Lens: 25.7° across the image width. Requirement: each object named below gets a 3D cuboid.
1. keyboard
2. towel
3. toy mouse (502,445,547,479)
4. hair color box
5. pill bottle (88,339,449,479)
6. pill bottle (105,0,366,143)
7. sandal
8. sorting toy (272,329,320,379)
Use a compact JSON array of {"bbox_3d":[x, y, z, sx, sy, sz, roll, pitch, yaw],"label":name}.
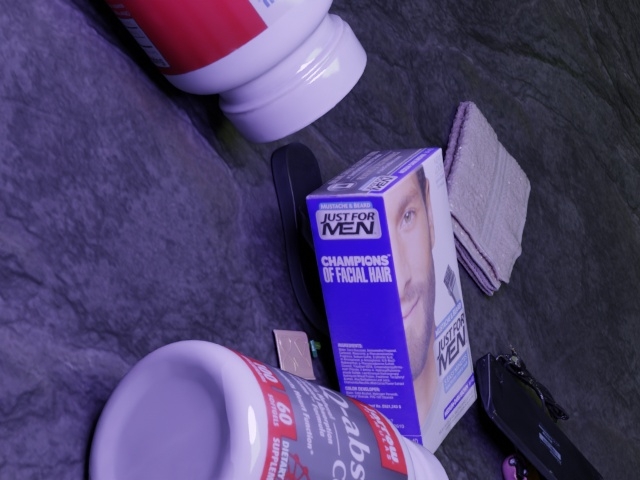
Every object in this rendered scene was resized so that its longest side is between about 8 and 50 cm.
[{"bbox_3d":[0.321,0.276,2.038,0.317,0.033,0.201,48,28,-27],"label":"keyboard"},{"bbox_3d":[0.246,-0.068,2.129,0.187,0.049,0.282,51,37,-29],"label":"towel"},{"bbox_3d":[0.288,0.356,1.982,0.161,0.031,0.143,58,34,-19],"label":"toy mouse"},{"bbox_3d":[0.092,0.076,1.685,0.185,0.110,0.339,-39,122,-57],"label":"hair color box"},{"bbox_3d":[-0.035,0.241,1.393,0.363,0.210,0.210,27,52,-48],"label":"pill bottle"},{"bbox_3d":[-0.130,-0.311,1.524,0.408,0.229,0.229,52,37,-26],"label":"pill bottle"},{"bbox_3d":[-0.001,0.000,1.715,0.097,0.054,0.254,-6,79,-57],"label":"sandal"},{"bbox_3d":[-0.024,0.136,1.648,0.083,0.012,0.062,9,62,-51],"label":"sorting toy"}]
